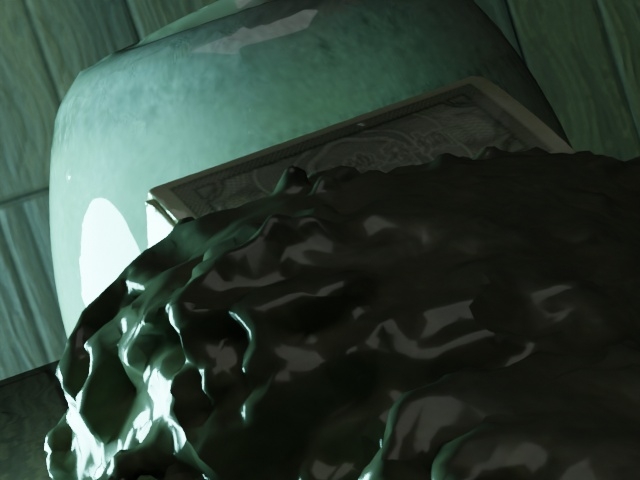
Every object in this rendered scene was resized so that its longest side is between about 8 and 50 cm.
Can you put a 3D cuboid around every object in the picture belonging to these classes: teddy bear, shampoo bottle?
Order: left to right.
[{"bbox_3d":[0.000,0.000,1.101,0.322,0.317,0.322,-17,8,2],"label":"shampoo bottle"},{"bbox_3d":[0.060,0.100,0.525,0.357,0.224,0.367,-16,21,-5],"label":"teddy bear"}]

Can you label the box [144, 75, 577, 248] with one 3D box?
[{"bbox_3d":[0.012,0.070,0.793,0.164,0.256,0.069,-21,46,-27],"label":"box"}]
